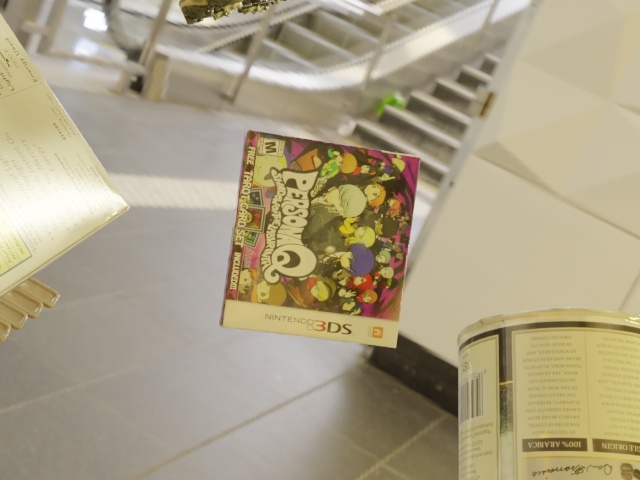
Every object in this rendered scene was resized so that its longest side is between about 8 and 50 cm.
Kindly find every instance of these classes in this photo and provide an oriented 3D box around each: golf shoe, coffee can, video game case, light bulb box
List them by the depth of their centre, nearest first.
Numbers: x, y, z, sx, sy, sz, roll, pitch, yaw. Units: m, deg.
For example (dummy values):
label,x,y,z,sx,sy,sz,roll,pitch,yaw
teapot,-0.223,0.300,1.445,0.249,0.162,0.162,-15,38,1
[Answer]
label,x,y,z,sx,sy,sz,roll,pitch,yaw
coffee can,0.223,0.220,0.926,0.201,0.275,0.201,3,-21,1
light bulb box,-0.447,-0.075,1.045,0.358,0.225,0.361,57,28,-7
video game case,0.000,0.000,1.211,0.210,0.232,0.042,8,-1,-10
golf shoe,-0.085,-0.334,1.238,0.105,0.120,0.273,-15,8,24

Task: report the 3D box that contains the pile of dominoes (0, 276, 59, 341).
label,x,y,z,sx,sy,sz,roll,pitch,yaw
pile of dominoes,-0.484,0.071,1.334,0.196,0.040,0.251,45,39,2
